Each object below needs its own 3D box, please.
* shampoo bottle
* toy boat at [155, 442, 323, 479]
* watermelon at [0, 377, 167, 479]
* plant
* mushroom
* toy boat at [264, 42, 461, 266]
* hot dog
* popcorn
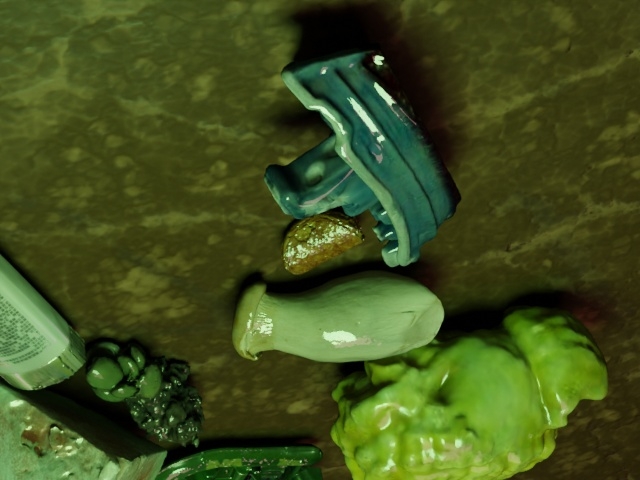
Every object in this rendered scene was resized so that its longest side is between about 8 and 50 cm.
[{"bbox_3d":[-0.301,0.064,1.608,0.086,0.056,0.227,-18,145,12],"label":"shampoo bottle"},{"bbox_3d":[-0.097,0.262,1.958,0.210,0.052,0.104,1,144,-24],"label":"toy boat"},{"bbox_3d":[-0.296,0.252,1.743,0.310,0.232,0.193,27,95,-28],"label":"watermelon"},{"bbox_3d":[-0.177,0.150,1.763,0.087,0.085,0.174,-48,134,2],"label":"plant"},{"bbox_3d":[0.017,0.077,1.726,0.212,0.088,0.097,-6,176,-5],"label":"mushroom"},{"bbox_3d":[0.030,-0.061,1.505,0.142,0.129,0.309,-31,144,2],"label":"toy boat"},{"bbox_3d":[0.000,0.000,1.656,0.083,0.035,0.058,-27,143,15],"label":"hot dog"},{"bbox_3d":[0.151,0.182,1.856,0.286,0.174,0.225,-19,161,-14],"label":"popcorn"}]
